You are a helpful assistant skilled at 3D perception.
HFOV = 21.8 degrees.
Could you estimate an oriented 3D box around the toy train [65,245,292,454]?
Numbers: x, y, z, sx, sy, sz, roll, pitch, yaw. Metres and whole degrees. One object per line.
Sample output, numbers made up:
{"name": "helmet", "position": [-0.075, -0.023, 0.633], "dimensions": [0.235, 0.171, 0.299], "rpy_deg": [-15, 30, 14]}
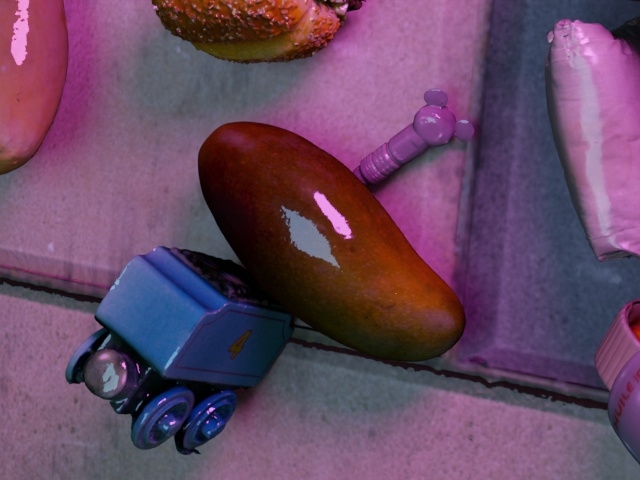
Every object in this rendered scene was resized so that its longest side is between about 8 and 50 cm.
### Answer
{"name": "toy train", "position": [-0.112, 0.087, 1.350], "dimensions": [0.107, 0.198, 0.154], "rpy_deg": [38, 99, 23]}

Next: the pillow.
{"name": "pillow", "position": [0.205, -0.066, 1.173], "dimensions": [0.078, 0.134, 0.181], "rpy_deg": [-14, 89, 20]}

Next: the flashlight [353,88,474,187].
{"name": "flashlight", "position": [0.069, -0.076, 1.309], "dimensions": [0.110, 0.031, 0.052], "rpy_deg": [-35, 103, 33]}

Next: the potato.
{"name": "potato", "position": [-0.297, -0.172, 1.455], "dimensions": [0.150, 0.146, 0.234], "rpy_deg": [2, 82, -11]}

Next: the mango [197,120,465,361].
{"name": "mango", "position": [0.000, 0.000, 1.305], "dimensions": [0.267, 0.111, 0.133], "rpy_deg": [41, 143, 18]}

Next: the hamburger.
{"name": "hamburger", "position": [-0.062, -0.190, 1.311], "dimensions": [0.166, 0.137, 0.087], "rpy_deg": [3, 75, 36]}

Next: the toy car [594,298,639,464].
{"name": "toy car", "position": [0.274, 0.118, 1.112], "dimensions": [0.235, 0.235, 0.145], "rpy_deg": [34, 111, 23]}
